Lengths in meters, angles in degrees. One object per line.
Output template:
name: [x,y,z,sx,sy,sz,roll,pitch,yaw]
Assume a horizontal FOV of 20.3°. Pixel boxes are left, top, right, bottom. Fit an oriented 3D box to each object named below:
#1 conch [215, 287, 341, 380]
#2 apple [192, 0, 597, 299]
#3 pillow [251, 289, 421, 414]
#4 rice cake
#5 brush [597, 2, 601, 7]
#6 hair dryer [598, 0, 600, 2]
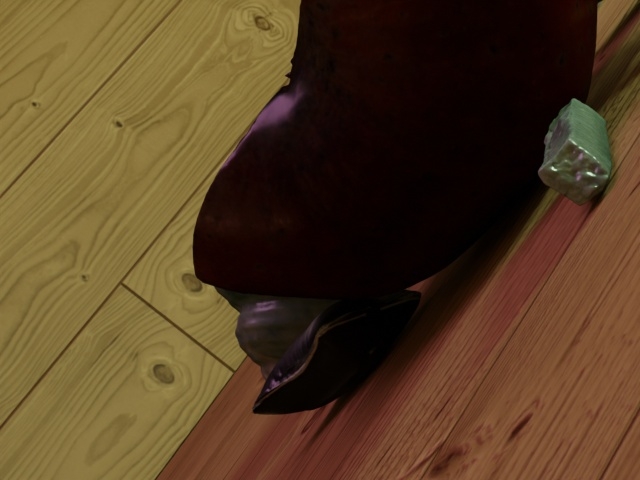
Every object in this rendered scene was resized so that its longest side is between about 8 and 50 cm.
conch: [0.000,0.000,1.540,0.220,0.195,0.277,53,-130,-72]
apple: [0.041,-0.128,1.200,0.328,0.295,0.365,-28,6,12]
pillow: [0.010,0.080,1.282,0.091,0.055,0.136,-51,2,-43]
rice cake: [0.139,-0.050,0.976,0.029,0.033,0.171,-52,1,16]
brush: [0.160,-0.136,1.715,0.313,0.072,0.067,-51,-12,-2]
hair dryer: [0.259,-0.235,1.260,0.303,0.120,0.359,-36,18,19]
